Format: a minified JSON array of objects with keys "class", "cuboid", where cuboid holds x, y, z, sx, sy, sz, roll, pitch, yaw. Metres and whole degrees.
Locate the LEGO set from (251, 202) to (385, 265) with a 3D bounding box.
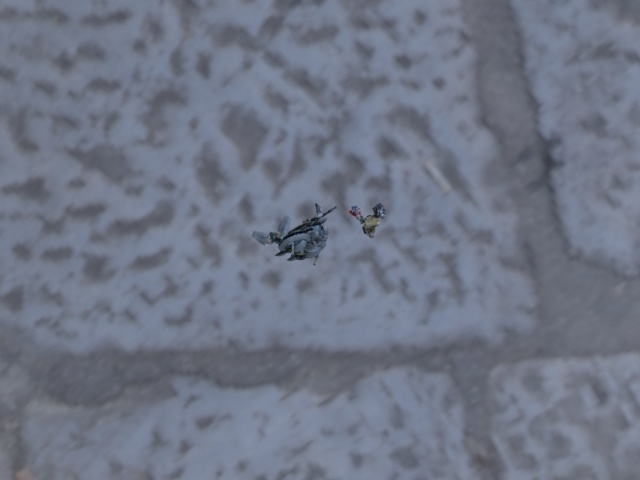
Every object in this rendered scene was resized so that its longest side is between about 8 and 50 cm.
[{"class":"LEGO set","cuboid":[0.002,-0.001,1.127,0.083,0.054,0.023,-16,64,-7]}]
